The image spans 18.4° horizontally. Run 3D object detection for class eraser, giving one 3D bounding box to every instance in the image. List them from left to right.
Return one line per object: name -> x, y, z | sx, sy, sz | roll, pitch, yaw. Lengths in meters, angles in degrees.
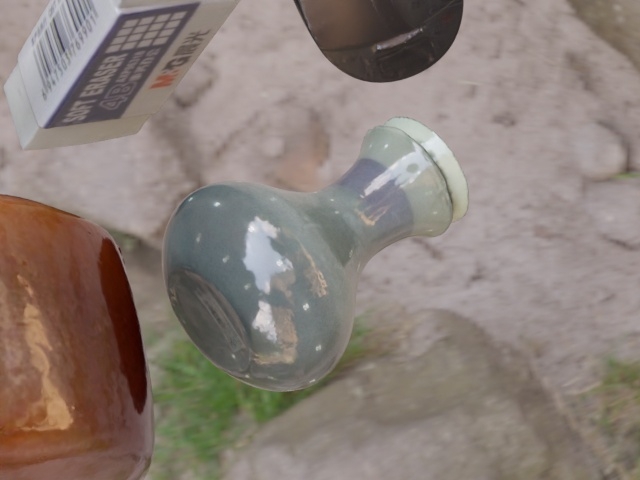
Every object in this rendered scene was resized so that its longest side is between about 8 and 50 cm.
eraser -> -0.177, -0.176, 1.724 | 0.279, 0.124, 0.081 | -44, 62, 55

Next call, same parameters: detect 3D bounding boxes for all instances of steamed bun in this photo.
steamed bun -> -0.255, 0.110, 1.494 | 0.379, 0.248, 0.235 | 129, 132, -63

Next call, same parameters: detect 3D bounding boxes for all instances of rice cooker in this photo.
rice cooker -> 0.027, -0.182, 1.251 | 0.112, 0.106, 0.165 | -21, 109, 3

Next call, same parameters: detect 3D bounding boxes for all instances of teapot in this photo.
teapot -> 0.000, 0.000, 1.629 | 0.183, 0.251, 0.183 | 37, 147, 29
